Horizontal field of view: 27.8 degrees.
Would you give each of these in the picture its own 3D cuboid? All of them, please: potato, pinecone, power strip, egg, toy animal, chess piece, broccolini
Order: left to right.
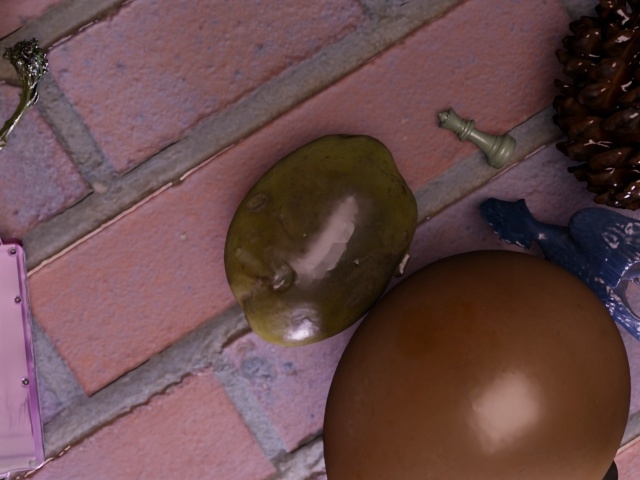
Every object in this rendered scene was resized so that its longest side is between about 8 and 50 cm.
[{"bbox_3d":[-0.368,0.129,1.417,0.109,0.037,0.279,-5,100,-8],"label":"power strip"},{"bbox_3d":[-0.340,-0.127,1.380,0.052,0.054,0.194,24,97,-32],"label":"broccolini"},{"bbox_3d":[0.002,0.001,1.406,0.228,0.148,0.197,-31,117,-6],"label":"potato"},{"bbox_3d":[0.157,0.184,1.382,0.301,0.301,0.374,37,109,-13],"label":"egg"},{"bbox_3d":[0.173,-0.120,1.468,0.093,0.042,0.042,29,94,-8],"label":"chess piece"},{"bbox_3d":[0.297,0.041,1.463,0.176,0.239,0.255,-17,60,-31],"label":"toy animal"},{"bbox_3d":[0.361,-0.143,1.408,0.224,0.224,0.273,-17,79,-6],"label":"pinecone"}]

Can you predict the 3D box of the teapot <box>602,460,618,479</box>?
[{"bbox_3d":[0.301,0.288,1.526,0.166,0.130,0.119,-46,123,-32],"label":"teapot"}]
